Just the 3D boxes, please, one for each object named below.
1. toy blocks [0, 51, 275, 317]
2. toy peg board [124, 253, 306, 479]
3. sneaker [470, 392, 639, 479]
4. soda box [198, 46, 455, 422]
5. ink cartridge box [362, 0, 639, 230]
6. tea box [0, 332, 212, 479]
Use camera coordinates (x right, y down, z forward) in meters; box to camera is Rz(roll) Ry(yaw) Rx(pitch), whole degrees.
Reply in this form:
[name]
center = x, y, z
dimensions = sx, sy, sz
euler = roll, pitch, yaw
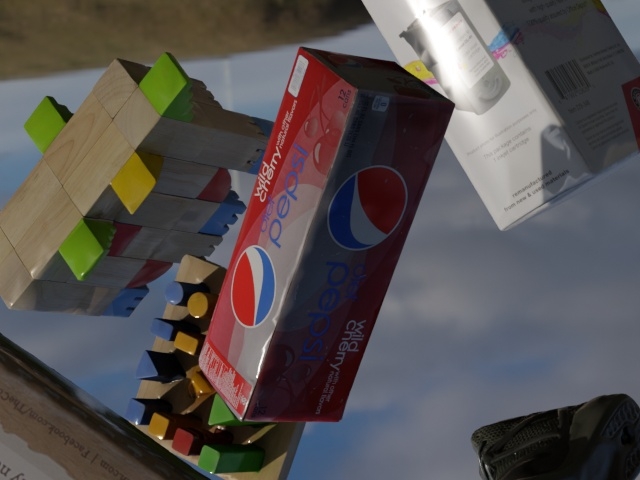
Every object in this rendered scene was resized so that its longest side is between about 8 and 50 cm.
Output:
[toy blocks]
center = -0.201, -0.046, 1.786
dimensions = 0.261, 0.381, 0.191
euler = 10, -143, -54
[toy peg board]
center = -0.091, 0.107, 1.277
dimensions = 0.161, 0.161, 0.079
euler = 21, -176, 32
[sneaker]
center = 0.158, 0.204, 1.238
dimensions = 0.130, 0.087, 0.227
euler = -18, -163, 43
[soda box]
center = 0.000, 0.000, 1.133
dimensions = 0.092, 0.263, 0.083
euler = 5, -156, -36
[ink cartridge box]
center = 0.196, -0.188, 1.578
dimensions = 0.131, 0.306, 0.226
euler = -36, 173, 37
[tea box]
center = -0.138, 0.193, 0.769
dimensions = 0.329, 0.220, 0.323
euler = 33, 172, 11
